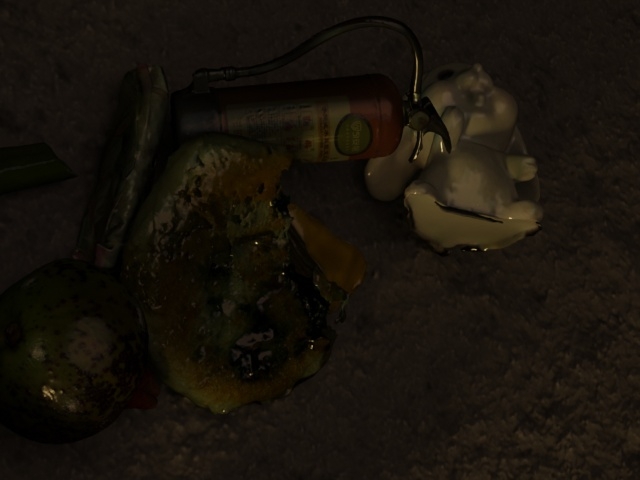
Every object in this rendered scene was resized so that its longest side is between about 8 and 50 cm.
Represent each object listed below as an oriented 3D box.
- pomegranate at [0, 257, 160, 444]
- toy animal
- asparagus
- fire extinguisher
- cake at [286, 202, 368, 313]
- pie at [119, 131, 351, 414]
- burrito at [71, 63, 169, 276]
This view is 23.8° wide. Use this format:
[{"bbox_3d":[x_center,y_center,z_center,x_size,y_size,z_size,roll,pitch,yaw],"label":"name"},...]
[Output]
[{"bbox_3d":[-0.276,0.143,1.770,0.248,0.214,0.214,37,54,-45],"label":"pomegranate"},{"bbox_3d":[0.208,-0.111,2.179,0.249,0.174,0.289,32,60,-6],"label":"toy animal"},{"bbox_3d":[-0.421,-0.074,1.823,0.278,0.060,0.067,-19,74,-37],"label":"asparagus"},{"bbox_3d":[-0.005,-0.178,1.978,0.376,0.200,0.113,-5,47,-10],"label":"fire extinguisher"},{"bbox_3d":[0.002,-0.001,2.062,0.116,0.080,0.185,-29,86,-34],"label":"cake"},{"bbox_3d":[-0.114,0.048,1.914,0.296,0.078,0.371,-33,117,-25],"label":"pie"},{"bbox_3d":[-0.244,-0.096,1.924,0.066,0.096,0.309,28,60,-33],"label":"burrito"}]
